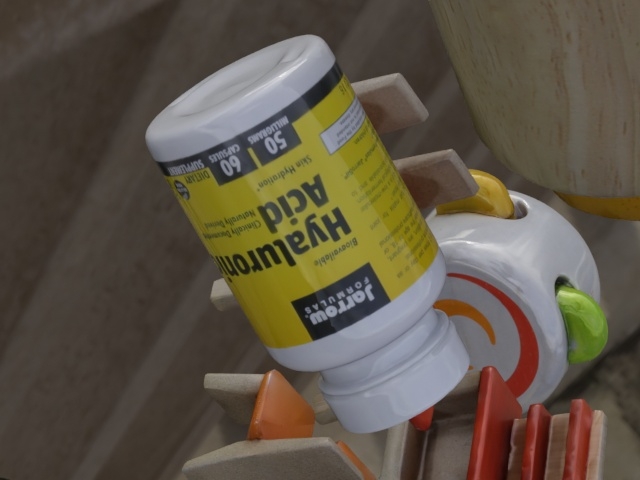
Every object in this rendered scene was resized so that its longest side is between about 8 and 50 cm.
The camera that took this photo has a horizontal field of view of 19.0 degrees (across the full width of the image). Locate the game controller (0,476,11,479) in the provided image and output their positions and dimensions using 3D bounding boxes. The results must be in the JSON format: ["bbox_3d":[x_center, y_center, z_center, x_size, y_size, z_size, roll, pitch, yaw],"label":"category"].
[{"bbox_3d":[-0.272,0.362,1.658,0.067,0.166,0.319,-22,99,-58],"label":"game controller"}]

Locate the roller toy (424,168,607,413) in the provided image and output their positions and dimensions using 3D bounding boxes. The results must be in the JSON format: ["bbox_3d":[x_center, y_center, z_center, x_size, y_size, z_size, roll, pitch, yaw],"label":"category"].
[{"bbox_3d":[0.156,0.054,1.783,0.209,0.191,0.146,41,40,1],"label":"roller toy"}]

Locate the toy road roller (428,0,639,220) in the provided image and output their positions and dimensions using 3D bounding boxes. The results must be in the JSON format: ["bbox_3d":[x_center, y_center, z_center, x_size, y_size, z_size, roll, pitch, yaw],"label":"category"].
[{"bbox_3d":[0.177,-0.173,0.597,0.241,0.202,0.329,4,51,27],"label":"toy road roller"}]

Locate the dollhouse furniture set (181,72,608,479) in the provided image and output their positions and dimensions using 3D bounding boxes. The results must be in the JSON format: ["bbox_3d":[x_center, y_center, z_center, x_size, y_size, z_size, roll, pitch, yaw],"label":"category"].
[{"bbox_3d":[0.056,0.069,1.117,0.259,0.135,0.262,51,39,-42],"label":"dollhouse furniture set"}]

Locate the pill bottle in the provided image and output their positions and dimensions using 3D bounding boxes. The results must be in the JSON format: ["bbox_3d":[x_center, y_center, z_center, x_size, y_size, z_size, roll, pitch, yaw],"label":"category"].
[{"bbox_3d":[0.000,0.000,0.598,0.065,0.065,0.116,-44,111,-39],"label":"pill bottle"}]
